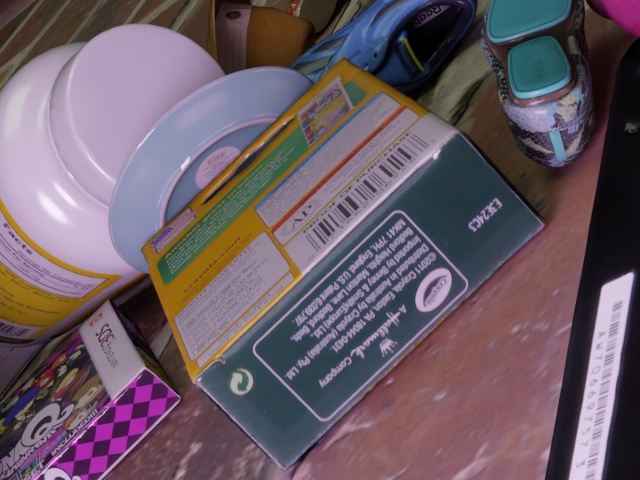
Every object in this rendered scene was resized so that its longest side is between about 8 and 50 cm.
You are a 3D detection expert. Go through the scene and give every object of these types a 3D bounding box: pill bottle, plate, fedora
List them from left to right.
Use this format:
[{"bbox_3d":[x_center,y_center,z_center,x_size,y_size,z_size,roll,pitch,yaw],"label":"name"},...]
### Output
[{"bbox_3d":[-0.198,-0.044,1.542,0.334,0.188,0.188,-32,19,55],"label":"pill bottle"},{"bbox_3d":[-0.066,-0.042,1.388,0.188,0.188,0.024,-43,58,2],"label":"plate"},{"bbox_3d":[-0.042,-0.135,1.589,0.079,0.194,0.194,-3,26,7],"label":"fedora"}]

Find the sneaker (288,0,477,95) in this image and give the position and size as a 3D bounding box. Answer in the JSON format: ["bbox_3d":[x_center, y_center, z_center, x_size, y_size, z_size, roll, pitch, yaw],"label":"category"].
[{"bbox_3d":[0.033,-0.126,1.472,0.209,0.069,0.082,-41,20,7],"label":"sneaker"}]

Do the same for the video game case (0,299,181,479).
[{"bbox_3d":[-0.208,0.156,1.388,0.232,0.042,0.210,-44,17,-1],"label":"video game case"}]

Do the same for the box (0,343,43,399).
[{"bbox_3d":[-0.385,0.160,1.780,0.322,0.058,0.232,-24,26,53],"label":"box"}]

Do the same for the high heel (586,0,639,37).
[{"bbox_3d":[0.200,-0.303,1.108,0.127,0.377,0.181,-8,9,-6],"label":"high heel"}]

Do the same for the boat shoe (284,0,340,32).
[{"bbox_3d":[0.006,-0.247,1.880,0.043,0.049,0.137,-22,32,57],"label":"boat shoe"}]

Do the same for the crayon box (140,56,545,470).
[{"bbox_3d":[0.000,0.000,1.211,0.203,0.083,0.323,-43,17,1],"label":"crayon box"}]

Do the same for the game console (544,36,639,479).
[{"bbox_3d":[0.200,0.019,0.605,0.342,0.060,0.387,-32,34,47],"label":"game console"}]

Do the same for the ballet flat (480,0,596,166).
[{"bbox_3d":[0.134,-0.104,1.175,0.070,0.070,0.188,-36,22,25],"label":"ballet flat"}]
